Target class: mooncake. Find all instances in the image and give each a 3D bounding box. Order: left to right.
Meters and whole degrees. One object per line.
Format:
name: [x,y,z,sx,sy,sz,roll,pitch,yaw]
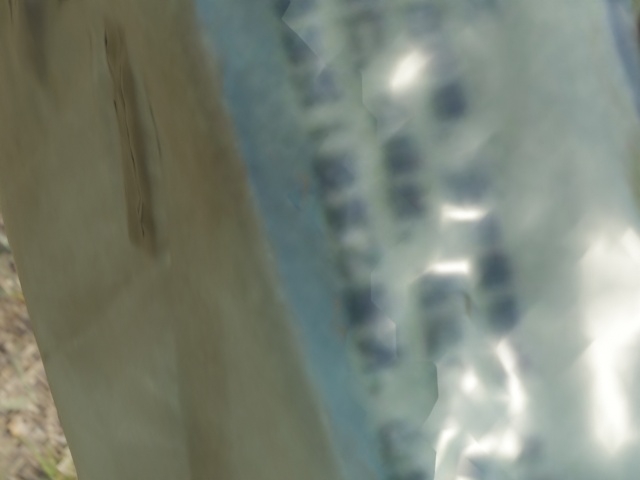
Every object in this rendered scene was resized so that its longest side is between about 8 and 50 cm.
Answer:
mooncake: [0.005,0.000,0.472,0.136,0.250,0.254,-14,80,-19]
